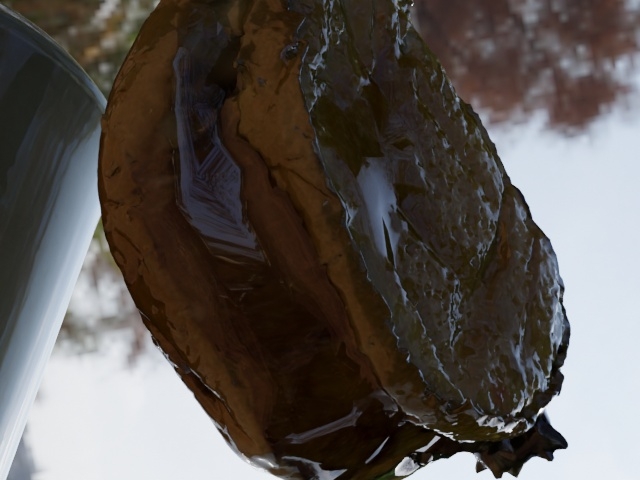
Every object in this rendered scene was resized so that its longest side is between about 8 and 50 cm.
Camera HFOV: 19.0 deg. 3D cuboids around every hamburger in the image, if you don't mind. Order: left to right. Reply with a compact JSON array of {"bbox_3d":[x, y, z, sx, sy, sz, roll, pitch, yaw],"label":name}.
[{"bbox_3d":[0.000,0.000,0.923,0.132,0.211,0.308,-17,-75,37],"label":"hamburger"}]

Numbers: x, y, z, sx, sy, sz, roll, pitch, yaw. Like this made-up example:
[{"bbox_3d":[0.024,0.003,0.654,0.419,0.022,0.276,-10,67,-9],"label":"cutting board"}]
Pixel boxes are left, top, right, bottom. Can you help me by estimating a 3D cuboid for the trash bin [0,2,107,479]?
[{"bbox_3d":[-0.292,0.040,1.169,0.280,0.280,0.432,98,4,-59],"label":"trash bin"}]
